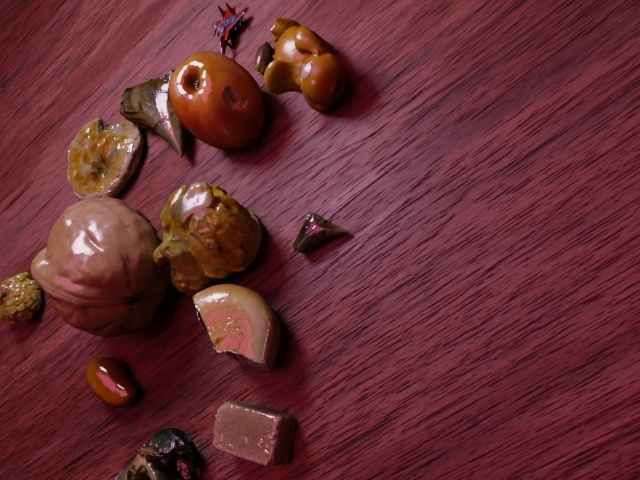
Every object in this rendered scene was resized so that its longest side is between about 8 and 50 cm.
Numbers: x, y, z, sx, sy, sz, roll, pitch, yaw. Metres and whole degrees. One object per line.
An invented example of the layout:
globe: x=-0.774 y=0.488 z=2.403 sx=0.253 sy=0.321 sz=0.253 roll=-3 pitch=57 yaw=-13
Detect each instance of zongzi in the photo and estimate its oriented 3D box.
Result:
zongzi: x=0.000 y=0.000 z=1.257 sx=0.113 sy=0.052 sz=0.104 roll=28 pitch=99 yaw=21
zongzi: x=-0.508 y=-0.356 z=1.619 sx=0.251 sy=0.125 sz=0.274 roll=-9 pitch=77 yaw=27

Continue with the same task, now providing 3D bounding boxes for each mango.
mango: x=-0.571 y=0.393 z=1.457 sx=0.184 sy=0.085 sz=0.102 roll=31 pitch=88 yaw=23

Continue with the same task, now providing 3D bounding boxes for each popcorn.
popcorn: x=-1.001 y=0.191 z=1.749 sx=0.174 sy=0.142 sz=0.173 roll=4 pitch=101 yaw=21
popcorn: x=-0.293 y=-0.010 z=1.323 sx=0.277 sy=0.225 sz=0.276 roll=-12 pitch=66 yaw=29

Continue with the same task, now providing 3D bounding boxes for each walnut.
walnut: x=-0.566 y=0.071 z=1.406 sx=0.381 sy=0.381 sz=0.381 roll=-9 pitch=71 yaw=28

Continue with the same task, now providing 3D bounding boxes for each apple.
apple: x=-0.274 y=-0.366 z=1.407 sx=0.242 sy=0.241 sz=0.242 roll=-10 pitch=68 yaw=26

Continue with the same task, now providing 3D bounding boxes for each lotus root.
lotus root: x=-0.157 y=-0.515 z=1.493 sx=0.049 sy=0.054 sz=0.099 roll=4 pitch=78 yaw=42

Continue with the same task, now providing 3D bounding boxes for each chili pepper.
chili pepper: x=-0.388 y=0.563 z=1.291 sx=0.264 sy=0.116 sz=0.148 roll=-47 pitch=47 yaw=10

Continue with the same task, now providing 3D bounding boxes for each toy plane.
toy plane: x=-0.281 y=-0.628 z=1.599 sx=0.130 sy=0.061 sz=0.189 roll=-6 pitch=77 yaw=28

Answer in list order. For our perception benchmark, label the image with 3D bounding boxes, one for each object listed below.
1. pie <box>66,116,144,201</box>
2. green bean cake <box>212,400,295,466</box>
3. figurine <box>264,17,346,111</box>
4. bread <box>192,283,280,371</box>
pie: x=-0.711 y=-0.266 z=1.737 sx=0.338 sy=0.075 sz=0.337 roll=-8 pitch=72 yaw=27
green bean cake: x=-0.151 y=0.431 z=1.192 sx=0.179 sy=0.085 sz=0.109 roll=5 pitch=79 yaw=31
figurine: x=-0.036 y=-0.441 z=1.333 sx=0.215 sy=0.215 sz=0.228 roll=-23 pitch=42 yaw=23
bread: x=-0.176 y=0.203 z=1.247 sx=0.156 sy=0.158 sz=0.260 roll=-31 pitch=64 yaw=-2
